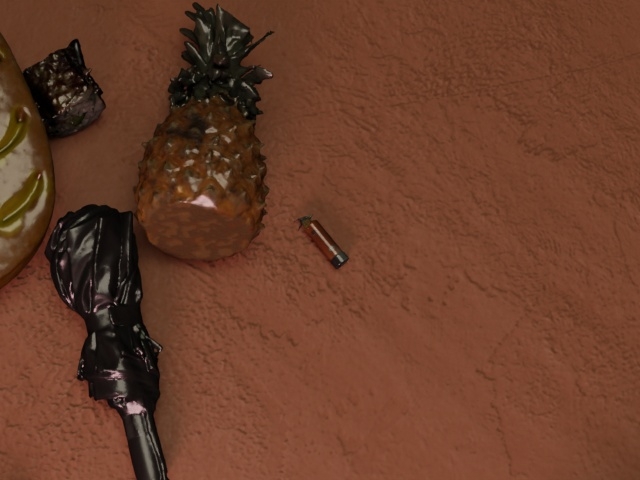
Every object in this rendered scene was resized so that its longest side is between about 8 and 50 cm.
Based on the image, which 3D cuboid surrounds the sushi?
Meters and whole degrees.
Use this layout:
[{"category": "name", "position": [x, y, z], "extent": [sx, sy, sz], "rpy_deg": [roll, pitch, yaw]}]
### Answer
[{"category": "sushi", "position": [-0.316, -0.184, 1.370], "extent": [0.098, 0.094, 0.084], "rpy_deg": [-32, 76, -3]}]

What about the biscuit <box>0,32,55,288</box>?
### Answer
[{"category": "biscuit", "position": [-0.494, -0.100, 1.281], "extent": [0.350, 0.070, 0.394], "rpy_deg": [-30, 83, -6]}]

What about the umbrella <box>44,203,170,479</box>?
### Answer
[{"category": "umbrella", "position": [-0.232, 0.121, 1.274], "extent": [0.118, 0.118, 0.340], "rpy_deg": [-15, 79, -15]}]

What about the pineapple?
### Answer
[{"category": "pineapple", "position": [-0.137, -0.151, 1.371], "extent": [0.169, 0.169, 0.340], "rpy_deg": [6, 60, -8]}]

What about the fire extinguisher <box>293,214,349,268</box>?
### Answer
[{"category": "fire extinguisher", "position": [0.000, 0.000, 1.395], "extent": [0.028, 0.022, 0.083], "rpy_deg": [-42, 79, 9]}]
